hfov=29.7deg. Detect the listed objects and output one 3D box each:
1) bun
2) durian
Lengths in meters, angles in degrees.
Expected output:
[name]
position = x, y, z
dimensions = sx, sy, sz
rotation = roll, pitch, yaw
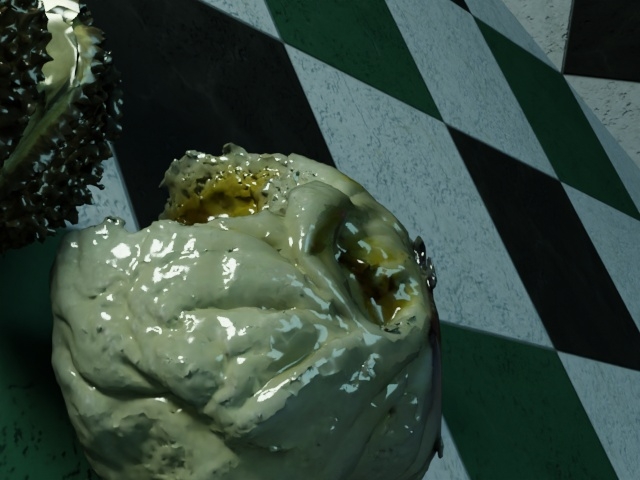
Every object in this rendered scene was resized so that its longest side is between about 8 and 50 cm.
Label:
[bun]
position = -0.025, 0.067, 0.773
dimensions = 0.281, 0.205, 0.281
rotation = 34, 45, -43
[durian]
position = -0.205, -0.079, 0.727
dimensions = 0.196, 0.167, 0.196
rotation = 22, 60, -43
